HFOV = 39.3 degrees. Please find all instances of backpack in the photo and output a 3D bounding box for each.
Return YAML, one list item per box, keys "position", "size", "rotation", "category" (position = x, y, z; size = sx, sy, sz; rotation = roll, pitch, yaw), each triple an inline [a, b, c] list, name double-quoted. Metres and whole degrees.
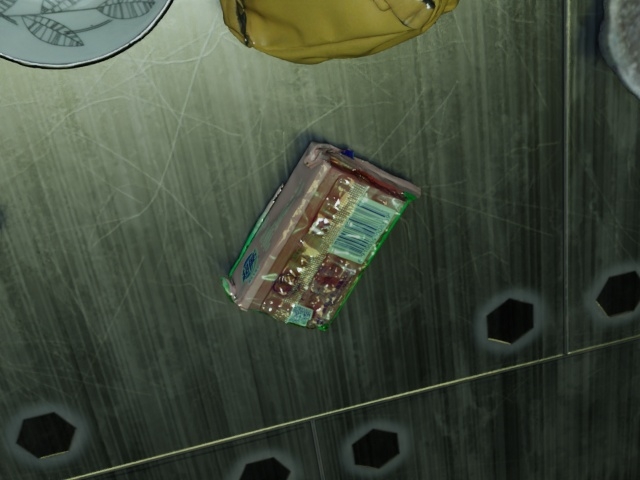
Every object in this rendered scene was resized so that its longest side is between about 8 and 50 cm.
- position: [0.008, -0.389, 1.021]
  size: [0.354, 0.201, 0.378]
  rotation: [5, 130, 29]
  category: "backpack"

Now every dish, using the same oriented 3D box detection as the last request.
- position: [-0.314, -0.366, 1.055]
  size: [0.316, 0.106, 0.316]
  rotation: [-6, 116, -12]
  category: "dish"

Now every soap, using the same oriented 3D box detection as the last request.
- position: [0.001, 0.001, 1.330]
  size: [0.218, 0.098, 0.273]
  rotation: [24, 110, -24]
  category: "soap"

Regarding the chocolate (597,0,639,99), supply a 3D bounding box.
- position: [0.559, -0.313, 1.207]
  size: [0.213, 0.303, 0.303]
  rotation: [2, 118, -33]
  category: "chocolate"
